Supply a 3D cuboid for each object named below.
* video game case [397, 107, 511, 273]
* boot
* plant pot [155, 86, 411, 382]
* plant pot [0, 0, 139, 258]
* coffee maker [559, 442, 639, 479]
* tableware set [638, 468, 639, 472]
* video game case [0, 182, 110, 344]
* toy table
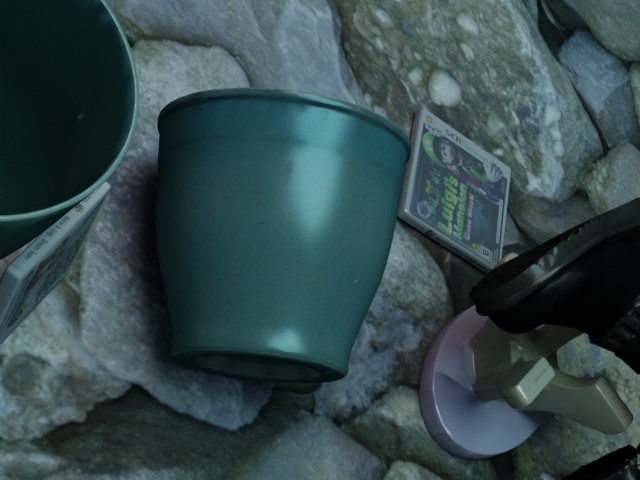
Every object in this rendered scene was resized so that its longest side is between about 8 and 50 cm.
[{"bbox_3d":[0.188,-0.068,1.637,0.173,0.022,0.190,31,50,-23],"label":"video game case"},{"bbox_3d":[0.342,0.105,1.368,0.348,0.131,0.260,-21,81,-43],"label":"boot"},{"bbox_3d":[-0.052,0.011,1.241,0.272,0.271,0.255,16,73,-33],"label":"plant pot"},{"bbox_3d":[-0.335,-0.098,1.009,0.293,0.235,0.293,17,56,-27],"label":"plant pot"},{"bbox_3d":[0.391,0.356,1.468,0.178,0.171,0.120,59,28,0],"label":"coffee maker"},{"bbox_3d":[0.461,0.384,1.618,0.104,0.024,0.154,14,59,-31],"label":"tableware set"},{"bbox_3d":[-0.261,0.029,1.108,0.019,0.157,0.143,37,46,0],"label":"video game case"},{"bbox_3d":[0.255,0.146,1.478,0.252,0.161,0.274,46,46,-10],"label":"toy table"}]
